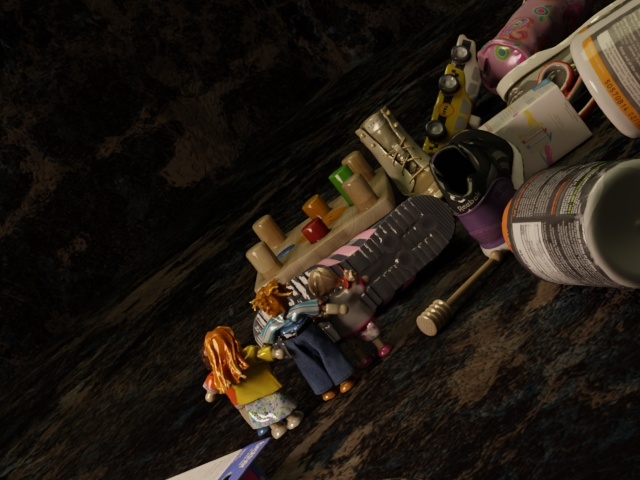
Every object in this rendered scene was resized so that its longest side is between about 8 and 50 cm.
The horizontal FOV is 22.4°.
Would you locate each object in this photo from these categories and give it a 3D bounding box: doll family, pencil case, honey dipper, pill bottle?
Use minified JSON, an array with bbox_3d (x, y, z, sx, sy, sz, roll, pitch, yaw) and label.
[{"bbox_3d":[-0.045,0.135,1.977,0.263,0.163,0.118,-35,11,12],"label":"doll family"},{"bbox_3d":[0.377,-0.363,2.829,0.124,0.124,0.284,-26,18,46],"label":"pencil case"},{"bbox_3d":[0.174,0.058,1.967,0.161,0.030,0.030,-43,12,-35],"label":"honey dipper"},{"bbox_3d":[0.277,-0.017,1.686,0.130,0.130,0.246,-40,12,-14],"label":"pill bottle"},{"bbox_3d":[0.468,-0.263,2.030,0.278,0.162,0.162,-32,12,21],"label":"pill bottle"}]

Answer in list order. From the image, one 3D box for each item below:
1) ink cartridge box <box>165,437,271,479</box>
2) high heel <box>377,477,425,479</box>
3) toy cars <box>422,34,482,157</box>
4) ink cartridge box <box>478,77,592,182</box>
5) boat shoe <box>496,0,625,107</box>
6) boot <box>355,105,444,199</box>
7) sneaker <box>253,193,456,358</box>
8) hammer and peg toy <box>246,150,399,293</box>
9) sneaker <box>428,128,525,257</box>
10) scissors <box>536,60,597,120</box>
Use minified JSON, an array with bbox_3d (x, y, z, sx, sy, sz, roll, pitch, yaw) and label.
[{"bbox_3d":[-0.182,0.337,1.840,0.311,0.065,0.186,-30,13,42],"label":"ink cartridge box"},{"bbox_3d":[0.038,0.294,1.350,0.261,0.093,0.186,-33,26,-28],"label":"high heel"},{"bbox_3d":[0.239,-0.228,2.773,0.393,0.087,0.176,-64,-11,-67],"label":"toy cars"},{"bbox_3d":[0.295,-0.148,2.283,0.143,0.090,0.092,-37,11,8],"label":"ink cartridge box"},{"bbox_3d":[0.416,-0.278,2.445,0.305,0.091,0.109,-34,-19,13],"label":"boat shoe"},{"bbox_3d":[0.130,-0.129,2.516,0.077,0.165,0.213,-38,9,-2],"label":"boot"},{"bbox_3d":[0.054,0.057,2.217,0.319,0.112,0.131,-33,-6,5],"label":"sneaker"},{"bbox_3d":[0.000,0.000,2.493,0.266,0.127,0.361,-35,11,10],"label":"hammer and peg toy"},{"bbox_3d":[0.197,-0.099,2.109,0.107,0.124,0.283,-41,25,13],"label":"sneaker"},{"bbox_3d":[0.309,-0.142,2.360,0.109,0.021,0.297,28,79,32],"label":"scissors"}]
